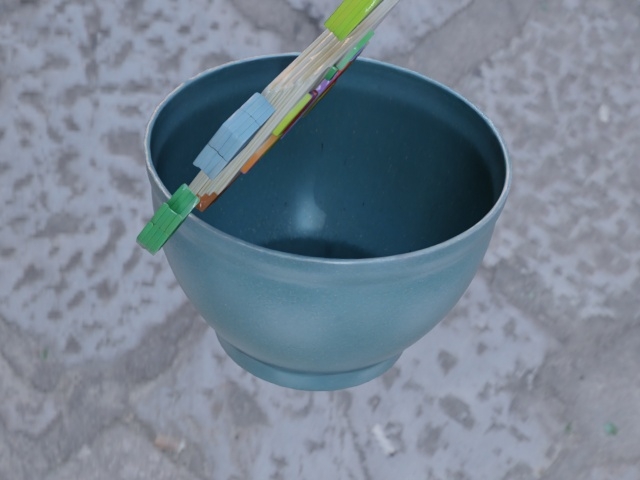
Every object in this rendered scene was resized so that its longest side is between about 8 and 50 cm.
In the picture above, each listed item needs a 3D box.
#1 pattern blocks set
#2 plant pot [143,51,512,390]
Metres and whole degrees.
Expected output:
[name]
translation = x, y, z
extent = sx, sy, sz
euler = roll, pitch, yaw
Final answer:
[pattern blocks set]
translation = -0.016, -0.110, 1.009
extent = 0.026, 0.285, 0.325
euler = 42, 55, -1
[plant pot]
translation = 0.000, 0.000, 1.148
extent = 0.293, 0.196, 0.293
euler = 3, 39, -3
